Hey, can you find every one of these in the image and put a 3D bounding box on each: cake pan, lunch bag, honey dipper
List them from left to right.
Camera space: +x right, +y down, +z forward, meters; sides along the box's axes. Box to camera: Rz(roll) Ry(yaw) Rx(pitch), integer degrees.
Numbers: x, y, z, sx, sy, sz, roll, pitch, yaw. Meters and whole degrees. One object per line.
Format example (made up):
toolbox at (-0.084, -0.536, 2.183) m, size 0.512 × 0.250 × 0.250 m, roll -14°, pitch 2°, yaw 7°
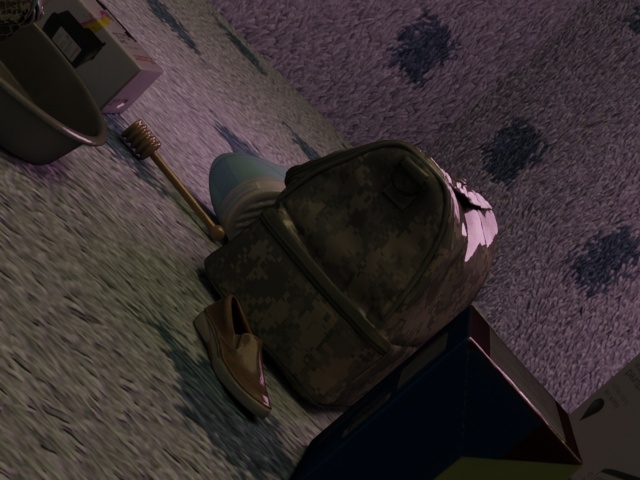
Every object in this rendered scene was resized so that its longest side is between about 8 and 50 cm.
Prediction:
cake pan at (-0.307, -0.177, 1.306) m, size 0.293 × 0.054 × 0.293 m, roll 47°, pitch 8°, yaw -9°
honey dipper at (-0.159, -0.065, 1.653) m, size 0.161 × 0.030 × 0.030 m, roll 50°, pitch 8°, yaw -2°
lunch bag at (0.056, 0.023, 1.573) m, size 0.212 × 0.256 × 0.305 m, roll 51°, pitch 8°, yaw 16°

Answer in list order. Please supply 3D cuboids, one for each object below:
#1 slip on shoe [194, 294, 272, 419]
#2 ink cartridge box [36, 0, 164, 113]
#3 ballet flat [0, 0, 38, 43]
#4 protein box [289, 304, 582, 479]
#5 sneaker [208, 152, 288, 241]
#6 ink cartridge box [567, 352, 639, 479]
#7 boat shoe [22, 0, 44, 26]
slip on shoe at (-0.069, 0.100, 1.307) m, size 0.051 × 0.041 × 0.135 m, roll 42°, pitch 10°, yaw -39°
ink cartridge box at (-0.270, -0.233, 1.696) m, size 0.175 × 0.072 × 0.127 m, roll 48°, pitch 7°, yaw 0°
ballet flat at (-0.412, -0.301, 1.090) m, size 0.483 × 0.164 × 0.182 m, roll 45°, pitch 28°, yaw 20°
protein box at (0.094, 0.177, 1.244) m, size 0.136 × 0.200 × 0.201 m, roll 49°, pitch 8°, yaw 1°
sneaker at (0.000, 0.000, 1.824) m, size 0.366 × 0.135 × 0.150 m, roll 43°, pitch 12°, yaw -42°
ink cartridge box at (0.301, 0.281, 1.479) m, size 0.129 × 0.307 × 0.223 m, roll 41°, pitch 11°, yaw -31°
boat shoe at (-0.267, -0.212, 1.282) m, size 0.063 × 0.066 × 0.184 m, roll 62°, pitch 5°, yaw -5°
